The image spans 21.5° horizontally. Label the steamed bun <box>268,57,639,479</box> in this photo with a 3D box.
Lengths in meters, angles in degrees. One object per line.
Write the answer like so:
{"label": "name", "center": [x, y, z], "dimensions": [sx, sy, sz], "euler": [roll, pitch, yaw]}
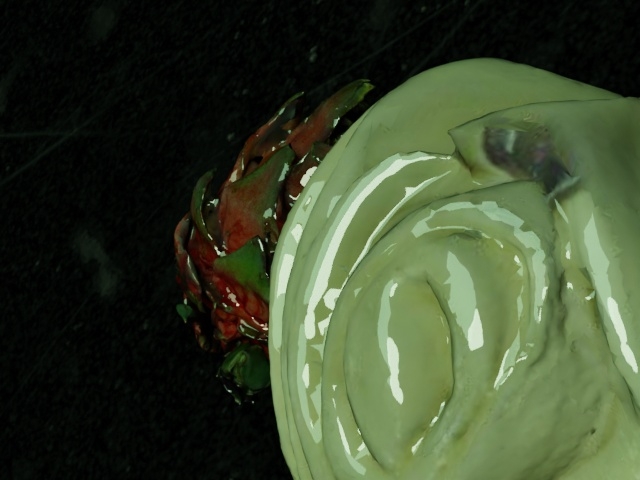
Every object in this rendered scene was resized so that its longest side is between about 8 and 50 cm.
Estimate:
{"label": "steamed bun", "center": [0.121, 0.059, 0.891], "dimensions": [0.367, 0.255, 0.342], "euler": [26, 89, 39]}

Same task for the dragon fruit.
{"label": "dragon fruit", "center": [-0.006, 0.005, 1.132], "dimensions": [0.188, 0.182, 0.182], "euler": [-25, 51, 26]}
